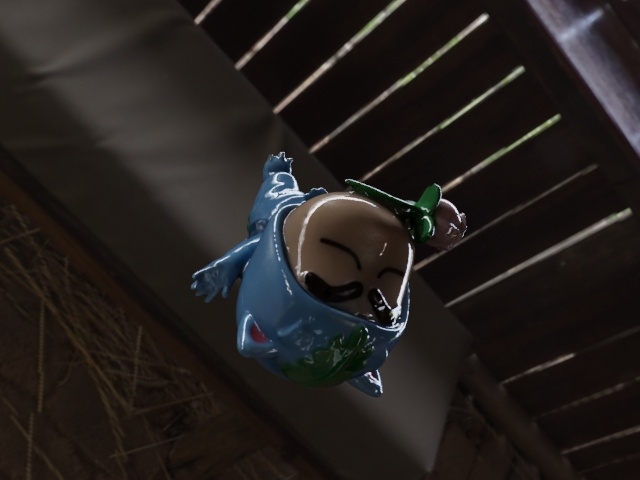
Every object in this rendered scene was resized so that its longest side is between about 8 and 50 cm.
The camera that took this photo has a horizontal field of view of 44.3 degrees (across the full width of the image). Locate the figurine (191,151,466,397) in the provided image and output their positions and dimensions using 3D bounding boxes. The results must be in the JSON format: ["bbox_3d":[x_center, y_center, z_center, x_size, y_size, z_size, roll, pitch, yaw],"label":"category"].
[{"bbox_3d":[0.005,0.000,0.481,0.114,0.144,0.178,37,19,-30],"label":"figurine"}]
